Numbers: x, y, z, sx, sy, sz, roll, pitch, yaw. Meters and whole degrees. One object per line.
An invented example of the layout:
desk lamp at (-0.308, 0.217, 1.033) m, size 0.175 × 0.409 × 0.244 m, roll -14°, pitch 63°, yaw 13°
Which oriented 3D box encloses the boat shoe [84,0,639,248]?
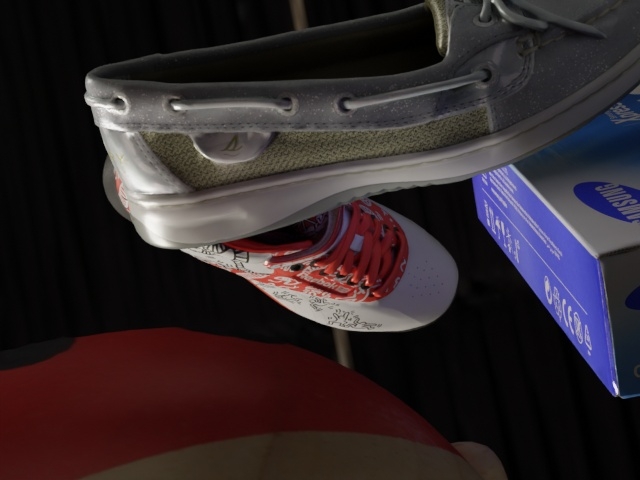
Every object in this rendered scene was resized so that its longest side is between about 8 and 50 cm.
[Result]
boat shoe at (0.035, -0.091, 0.948) m, size 0.320 × 0.103 × 0.118 m, roll -17°, pitch -154°, yaw 10°

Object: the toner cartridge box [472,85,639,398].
toner cartridge box at (0.189, -0.020, 0.961) m, size 0.165 × 0.075 × 0.348 m, roll -12°, pitch -164°, yaw -3°

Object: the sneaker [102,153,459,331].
sneaker at (-0.001, 0.001, 1.144) m, size 0.270 × 0.090 × 0.145 m, roll 24°, pitch 174°, yaw -23°

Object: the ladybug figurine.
ladybug figurine at (-0.136, 0.154, 0.715) m, size 0.449 × 0.162 × 0.305 m, roll -17°, pitch 154°, yaw -18°
